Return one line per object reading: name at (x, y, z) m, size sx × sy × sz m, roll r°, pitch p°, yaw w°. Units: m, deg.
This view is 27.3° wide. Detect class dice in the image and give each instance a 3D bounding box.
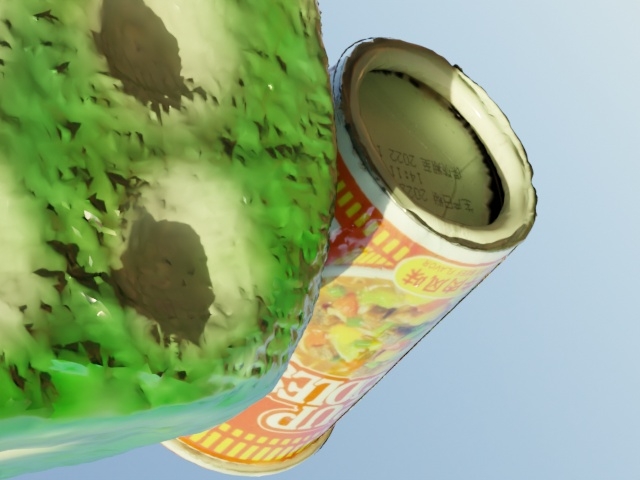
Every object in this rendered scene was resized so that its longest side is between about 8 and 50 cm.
dice at (-0.185, -0.046, 0.523) m, size 0.287 × 0.300 × 0.297 m, roll 4°, pitch -108°, yaw -43°

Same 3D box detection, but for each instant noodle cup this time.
instant noodle cup at (0.000, 0.000, 0.720) m, size 0.193 × 0.212 × 0.193 m, roll 24°, pitch -134°, yaw -27°
